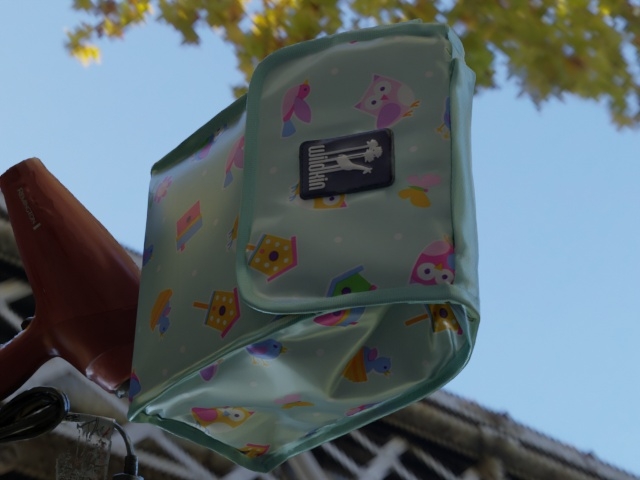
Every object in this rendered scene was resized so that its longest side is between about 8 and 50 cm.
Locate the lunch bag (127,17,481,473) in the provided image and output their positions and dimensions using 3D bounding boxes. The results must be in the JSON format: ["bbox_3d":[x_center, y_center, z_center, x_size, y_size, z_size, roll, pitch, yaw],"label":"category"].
[{"bbox_3d":[0.000,0.000,1.018,0.160,0.223,0.262,26,-41,-31],"label":"lunch bag"}]

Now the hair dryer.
[{"bbox_3d":[-0.217,0.084,1.139,0.224,0.080,0.293,6,-96,5],"label":"hair dryer"}]
